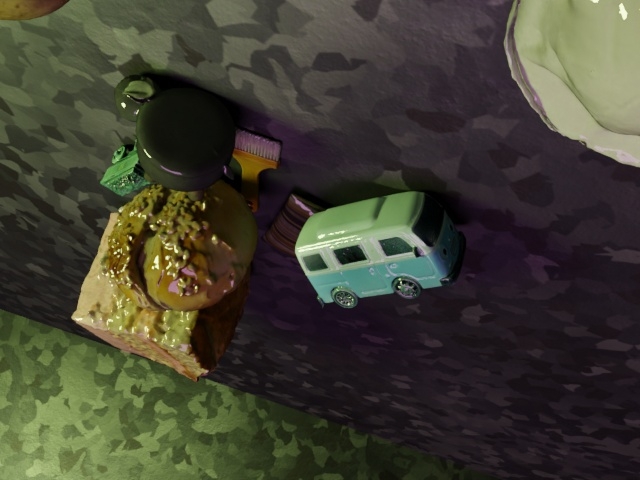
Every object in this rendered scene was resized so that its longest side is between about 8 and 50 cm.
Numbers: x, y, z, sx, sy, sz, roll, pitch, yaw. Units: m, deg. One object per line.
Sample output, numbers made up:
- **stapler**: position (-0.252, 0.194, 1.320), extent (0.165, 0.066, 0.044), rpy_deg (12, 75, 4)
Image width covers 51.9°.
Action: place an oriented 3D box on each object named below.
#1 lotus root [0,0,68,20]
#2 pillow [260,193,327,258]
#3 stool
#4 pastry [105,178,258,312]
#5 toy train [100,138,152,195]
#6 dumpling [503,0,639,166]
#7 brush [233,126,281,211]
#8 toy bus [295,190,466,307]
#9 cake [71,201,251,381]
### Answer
- **lotus root**: position (-0.421, -0.366, 0.791), extent (0.310, 0.183, 0.183), rpy_deg (14, 152, 20)
- **pillow**: position (0.000, 0.000, 1.322), extent (0.208, 0.052, 0.212), rpy_deg (25, 150, -11)
- **stool**: position (-0.233, -0.174, 1.083), extent (0.228, 0.153, 0.139), rpy_deg (62, 157, 11)
- **pastry**: position (-0.276, -0.009, 1.232), extent (0.315, 0.284, 0.184), rpy_deg (8, 154, 38)
- **toy train**: position (-0.349, -0.139, 1.245), extent (0.070, 0.099, 0.172), rpy_deg (35, 149, -33)
- **dumpling**: position (0.307, -0.210, 0.622), extent (0.260, 0.181, 0.341), rpy_deg (20, 176, 20)
- **brush**: position (-0.131, -0.120, 1.233), extent (0.103, 0.013, 0.272), rpy_deg (19, 153, 1)
- **toy bus**: position (0.099, 0.009, 1.152), extent (0.271, 0.133, 0.165), rpy_deg (-12, 125, 33)
- **cake**: position (-0.345, 0.130, 1.513), extent (0.307, 0.314, 0.293), rpy_deg (8, 152, 18)
